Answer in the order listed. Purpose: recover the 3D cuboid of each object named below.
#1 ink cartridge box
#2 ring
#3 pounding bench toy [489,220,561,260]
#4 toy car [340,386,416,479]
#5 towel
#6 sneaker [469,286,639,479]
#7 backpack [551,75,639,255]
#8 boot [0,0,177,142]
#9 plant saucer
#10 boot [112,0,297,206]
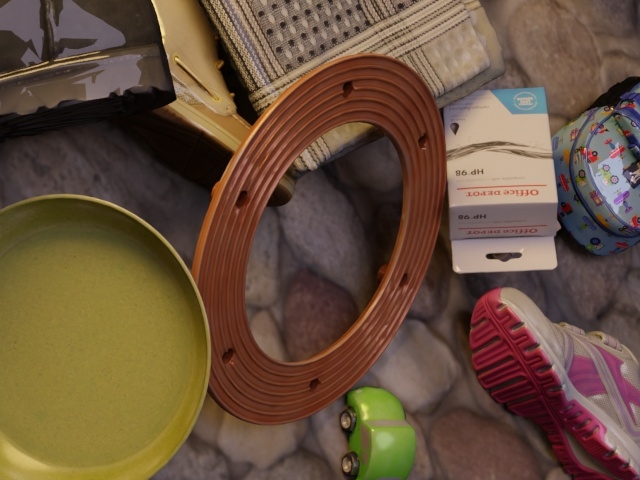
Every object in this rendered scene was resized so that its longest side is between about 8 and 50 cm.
[{"bbox_3d":[0.172,-0.060,1.403,0.104,0.060,0.180,-3,55,3],"label":"ink cartridge box"},{"bbox_3d":[0.000,0.000,1.259,0.336,0.032,0.336,-30,130,-42],"label":"ring"},{"bbox_3d":[0.188,-0.030,1.457,0.052,0.065,0.083,-35,96,-32],"label":"pounding bench toy"},{"bbox_3d":[0.058,0.241,1.318,0.239,0.053,0.225,4,76,-30],"label":"toy car"},{"bbox_3d":[0.020,-0.247,1.334,0.324,0.056,0.312,-31,95,-41],"label":"towel"},{"bbox_3d":[0.244,0.132,1.437,0.252,0.103,0.111,50,55,-18],"label":"sneaker"},{"bbox_3d":[0.320,-0.075,1.518,0.173,0.117,0.158,-35,95,-29],"label":"backpack"},{"bbox_3d":[-0.333,-0.291,1.139,0.367,0.146,0.445,-13,87,-20],"label":"boot"},{"bbox_3d":[-0.195,0.084,1.146,0.037,0.241,0.241,-4,75,-76],"label":"plant saucer"},{"bbox_3d":[-0.099,-0.170,1.309,0.262,0.095,0.203,34,62,-12],"label":"boot"}]
